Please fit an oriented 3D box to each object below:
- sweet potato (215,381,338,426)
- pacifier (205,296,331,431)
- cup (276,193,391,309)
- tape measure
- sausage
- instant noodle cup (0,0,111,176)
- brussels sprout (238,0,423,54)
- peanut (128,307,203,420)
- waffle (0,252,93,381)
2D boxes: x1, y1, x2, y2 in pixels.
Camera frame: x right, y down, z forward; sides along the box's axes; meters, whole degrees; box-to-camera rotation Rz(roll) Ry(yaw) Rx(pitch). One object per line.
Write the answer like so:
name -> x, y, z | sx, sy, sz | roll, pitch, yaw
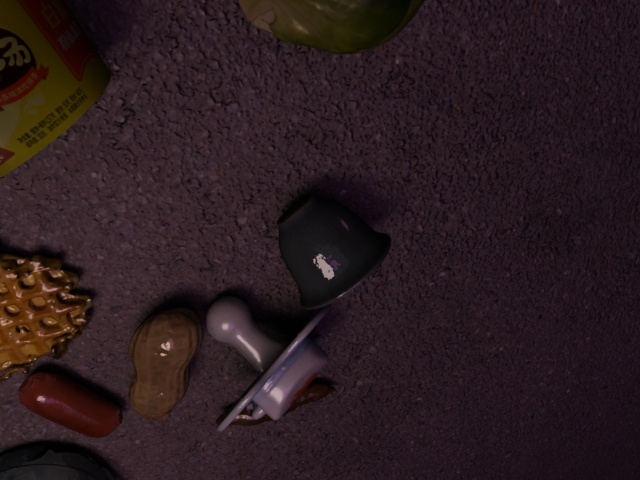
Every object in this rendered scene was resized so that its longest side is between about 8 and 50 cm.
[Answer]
sweet potato -> -0.091, 0.355, 1.007 | 0.274, 0.067, 0.067 | -12, 119, -14
pacifier -> -0.118, 0.199, 0.868 | 0.233, 0.244, 0.299 | 44, 72, 0
cup -> 0.000, 0.000, 0.807 | 0.199, 0.199, 0.150 | -38, 102, 3
tape measure -> -0.548, 0.536, 0.900 | 0.275, 0.147, 0.256 | 37, 100, -31
sausage -> -0.458, 0.306, 0.857 | 0.077, 0.077, 0.194 | -42, 119, 5
instant noodle cup -> -0.397, -0.212, 0.503 | 0.312, 0.311, 0.221 | -34, 131, 1
brussels sprout -> 0.025, -0.360, 0.609 | 0.272, 0.210, 0.219 | -15, 115, 7
peanut -> -0.294, 0.226, 0.850 | 0.124, 0.123, 0.256 | 12, 118, -23
waffle -> -0.528, 0.128, 0.749 | 0.262, 0.060, 0.280 | 27, 105, -27
